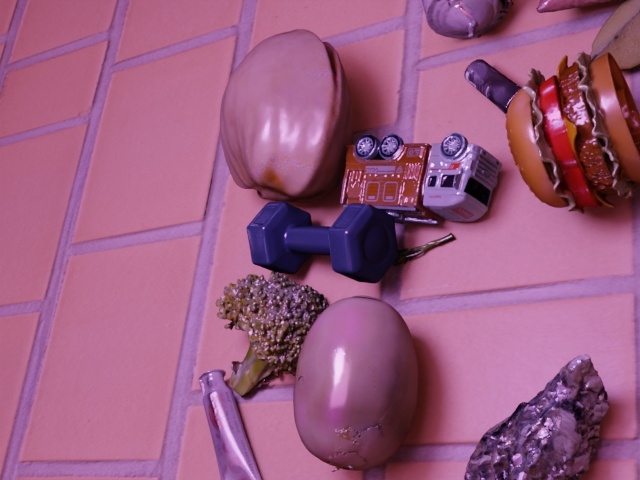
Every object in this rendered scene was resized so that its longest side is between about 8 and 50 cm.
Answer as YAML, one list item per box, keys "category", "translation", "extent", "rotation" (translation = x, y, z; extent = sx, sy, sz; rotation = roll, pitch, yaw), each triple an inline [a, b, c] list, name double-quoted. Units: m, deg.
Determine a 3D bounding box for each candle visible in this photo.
- category: "candle"
  translation: [0.295, -0.513, 1.976]
  extent: [0.187, 0.187, 0.330]
  rotation: [-23, 56, 24]

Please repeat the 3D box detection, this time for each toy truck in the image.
- category: "toy truck"
  translation: [0.190, -0.113, 1.878]
  extent: [0.305, 0.136, 0.162]
  rotation: [4, 76, 40]

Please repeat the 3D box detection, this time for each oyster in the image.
- category: "oyster"
  translation: [0.346, 0.333, 1.532]
  extent: [0.162, 0.158, 0.351]
  rotation: [30, 100, 8]

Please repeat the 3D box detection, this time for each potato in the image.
- category: "potato"
  translation: [0.573, -0.378, 1.798]
  extent: [0.149, 0.081, 0.120]
  rotation: [-47, 12, 19]

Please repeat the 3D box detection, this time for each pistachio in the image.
- category: "pistachio"
  translation: [-0.073, -0.260, 2.064]
  extent: [0.365, 0.281, 0.445]
  rotation: [-51, 33, 29]

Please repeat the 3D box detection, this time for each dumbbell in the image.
- category: "dumbbell"
  translation: [-0.001, 0.000, 1.914]
  extent: [0.316, 0.156, 0.143]
  rotation: [3, 75, 46]

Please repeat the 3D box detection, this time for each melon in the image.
- category: "melon"
  translation: [0.064, 0.256, 1.711]
  extent: [0.223, 0.223, 0.317]
  rotation: [-5, 62, 34]

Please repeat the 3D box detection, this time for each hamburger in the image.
- category: "hamburger"
  translation: [0.434, -0.177, 1.644]
  extent: [0.212, 0.274, 0.274]
  rotation: [-20, 56, 25]

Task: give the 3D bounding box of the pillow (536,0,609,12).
- category: "pillow"
  translation: [0.543, -0.524, 1.854]
  extent: [0.236, 0.084, 0.223]
  rotation: [-9, 40, 34]

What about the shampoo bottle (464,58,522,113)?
- category: "shampoo bottle"
  translation: [0.364, -0.285, 1.892]
  extent: [0.063, 0.057, 0.207]
  rotation: [-45, 48, 7]

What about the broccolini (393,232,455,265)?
- category: "broccolini"
  translation: [0.195, 0.014, 1.871]
  extent: [0.140, 0.035, 0.030]
  rotation: [-23, 59, 23]

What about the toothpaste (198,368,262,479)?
- category: "toothpaste"
  translation: [-0.178, 0.411, 1.914]
  extent: [0.100, 0.066, 0.323]
  rotation: [-29, 57, 14]

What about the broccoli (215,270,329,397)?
- category: "broccoli"
  translation: [-0.126, 0.178, 1.914]
  extent: [0.273, 0.180, 0.242]
  rotation: [-44, 43, 8]
